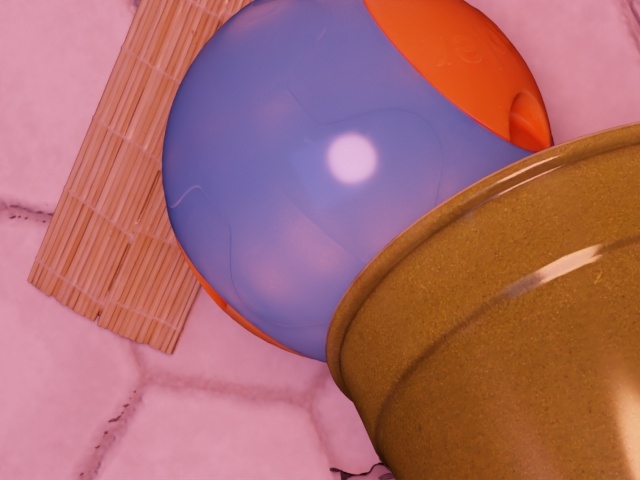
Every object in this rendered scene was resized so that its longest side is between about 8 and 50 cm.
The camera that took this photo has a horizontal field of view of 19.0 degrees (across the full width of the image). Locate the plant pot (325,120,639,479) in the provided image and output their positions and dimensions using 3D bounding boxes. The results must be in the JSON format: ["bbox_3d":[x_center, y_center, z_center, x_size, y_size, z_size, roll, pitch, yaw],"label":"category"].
[{"bbox_3d":[0.228,0.168,1.233,0.366,0.366,0.353,-31,58,19],"label":"plant pot"}]

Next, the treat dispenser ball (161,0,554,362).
[{"bbox_3d":[0.028,-0.052,1.398,0.288,0.288,0.288,1,93,20],"label":"treat dispenser ball"}]

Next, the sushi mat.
[{"bbox_3d":[-0.129,-0.072,1.597,0.151,0.019,0.317,27,102,16],"label":"sushi mat"}]

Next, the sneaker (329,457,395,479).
[{"bbox_3d":[0.025,0.215,1.548,0.098,0.038,0.069,-41,77,8],"label":"sneaker"}]
